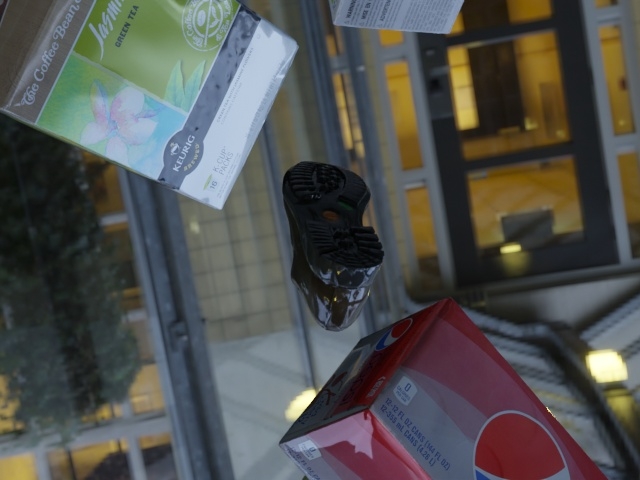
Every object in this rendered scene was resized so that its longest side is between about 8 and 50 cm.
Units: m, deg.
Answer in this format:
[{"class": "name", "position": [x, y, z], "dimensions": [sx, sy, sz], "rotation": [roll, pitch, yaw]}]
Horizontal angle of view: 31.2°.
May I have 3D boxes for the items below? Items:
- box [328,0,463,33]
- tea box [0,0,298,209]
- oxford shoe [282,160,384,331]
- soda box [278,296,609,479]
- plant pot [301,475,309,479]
[{"class": "box", "position": [0.058, -0.285, 0.952], "dimensions": [0.103, 0.203, 0.114], "rotation": [2, 145, -15]}, {"class": "tea box", "position": [-0.268, -0.223, 1.260], "dimensions": [0.329, 0.220, 0.323], "rotation": [26, -179, 39]}, {"class": "oxford shoe", "position": [0.000, 0.000, 1.023], "dimensions": [0.083, 0.096, 0.227], "rotation": [9, -150, -7]}, {"class": "soda box", "position": [0.106, 0.162, 0.599], "dimensions": [0.083, 0.263, 0.092], "rotation": [-32, -167, 49]}, {"class": "plant pot", "position": [0.056, 0.270, 0.892], "dimensions": [0.276, 0.253, 0.276], "rotation": [23, 169, 5]}]
